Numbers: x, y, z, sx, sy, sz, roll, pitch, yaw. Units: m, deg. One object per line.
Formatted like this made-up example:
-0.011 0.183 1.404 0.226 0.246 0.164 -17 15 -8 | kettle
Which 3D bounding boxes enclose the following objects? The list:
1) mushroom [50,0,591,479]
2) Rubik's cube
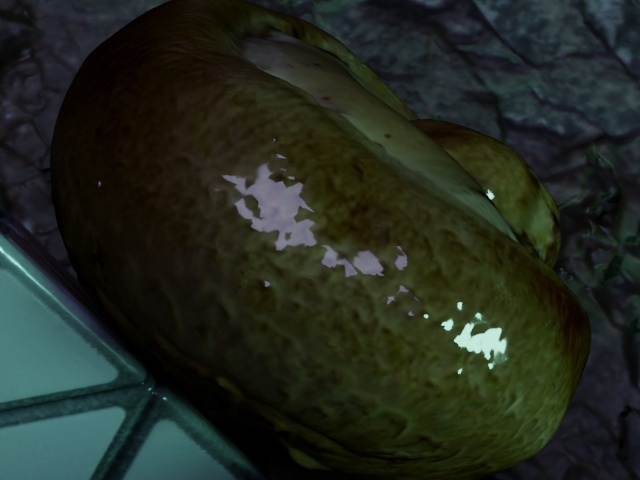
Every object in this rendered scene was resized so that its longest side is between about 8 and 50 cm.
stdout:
0.000 0.000 0.659 0.253 0.253 0.153 41 101 20 | mushroom
-0.182 0.035 0.673 0.233 0.228 0.228 -14 96 -54 | Rubik's cube
